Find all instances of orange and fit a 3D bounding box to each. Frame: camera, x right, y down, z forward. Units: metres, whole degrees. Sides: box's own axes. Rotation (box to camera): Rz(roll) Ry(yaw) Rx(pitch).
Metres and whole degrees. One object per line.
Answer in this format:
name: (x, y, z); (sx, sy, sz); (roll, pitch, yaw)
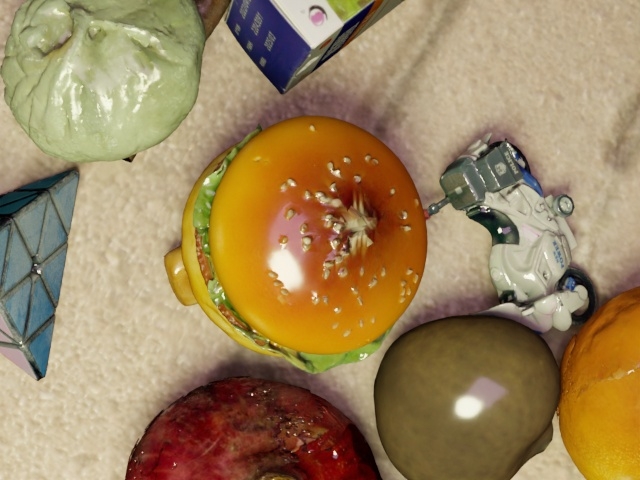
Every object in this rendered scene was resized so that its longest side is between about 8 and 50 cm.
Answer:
orange: (0.345, 0.156, 1.097); (0.240, 0.240, 0.239); (1, 84, -9)

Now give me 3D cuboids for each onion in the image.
onion: (-0.060, 0.243, 1.033); (0.252, 0.219, 0.252); (3, 76, -13)

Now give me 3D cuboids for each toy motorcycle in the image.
toy motorcycle: (0.192, 0.004, 1.162); (0.150, 0.102, 0.221); (-29, 92, -31)

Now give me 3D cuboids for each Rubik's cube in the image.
Rubik's cube: (-0.290, 0.041, 1.043); (0.211, 0.178, 0.190); (-26, 91, -9)

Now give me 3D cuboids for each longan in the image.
longan: (0.137, 0.153, 1.096); (0.189, 0.189, 0.189); (1, 84, -9)

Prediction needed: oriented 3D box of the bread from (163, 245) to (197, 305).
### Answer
bread: (-0.104, 0.019, 1.132); (0.103, 0.049, 0.062); (-28, 120, -12)

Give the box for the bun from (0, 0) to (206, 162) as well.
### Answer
bun: (-0.213, -0.180, 1.075); (0.204, 0.126, 0.212); (-13, 63, 13)

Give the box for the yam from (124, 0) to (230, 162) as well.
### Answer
yam: (-0.129, -0.225, 1.160); (0.045, 0.045, 0.326); (36, 77, -34)

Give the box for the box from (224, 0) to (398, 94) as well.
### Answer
box: (0.058, -0.287, 1.114); (0.299, 0.200, 0.106); (-40, 92, -10)

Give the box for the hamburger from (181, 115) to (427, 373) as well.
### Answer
hamburger: (0.000, -0.002, 1.066); (0.246, 0.170, 0.246); (5, 79, -28)
